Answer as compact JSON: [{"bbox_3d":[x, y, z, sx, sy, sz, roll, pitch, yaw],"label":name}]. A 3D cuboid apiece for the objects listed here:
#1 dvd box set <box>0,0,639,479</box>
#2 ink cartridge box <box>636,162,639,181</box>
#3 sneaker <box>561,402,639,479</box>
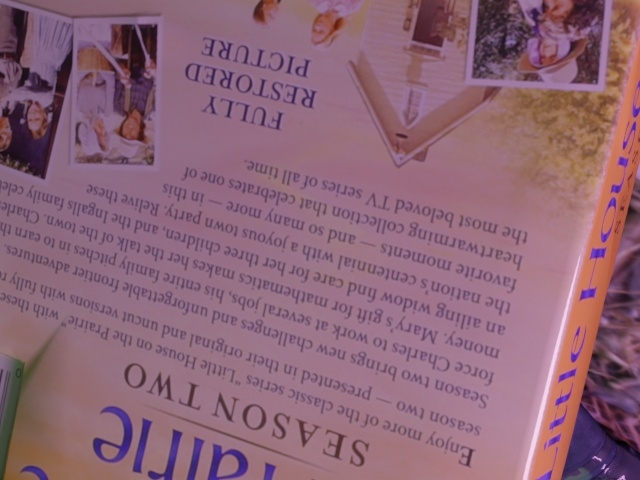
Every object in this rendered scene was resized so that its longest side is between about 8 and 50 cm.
[{"bbox_3d":[-0.033,-0.056,0.490,0.308,0.420,0.062,15,-173,24],"label":"dvd box set"},{"bbox_3d":[0.281,-0.024,0.457,0.239,0.060,0.275,35,151,-12],"label":"ink cartridge box"},{"bbox_3d":[0.161,0.194,1.006,0.163,0.086,0.226,37,148,-9],"label":"sneaker"}]
